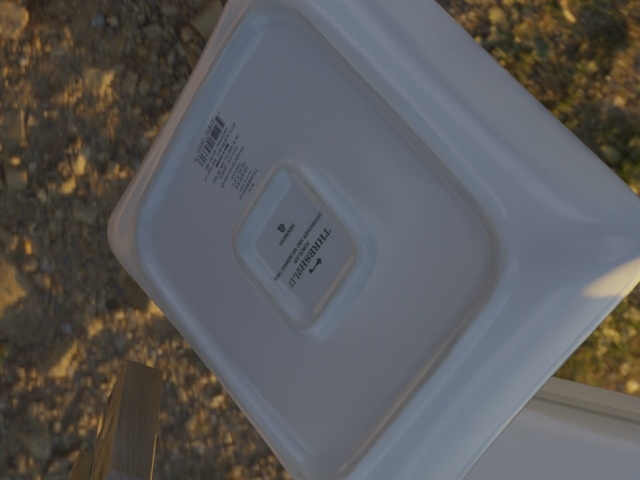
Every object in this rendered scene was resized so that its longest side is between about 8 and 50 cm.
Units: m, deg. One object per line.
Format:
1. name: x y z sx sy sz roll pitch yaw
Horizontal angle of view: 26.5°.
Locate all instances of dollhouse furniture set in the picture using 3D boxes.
1. dollhouse furniture set: -0.092 0.174 0.839 0.123 0.144 0.151 20 114 -13

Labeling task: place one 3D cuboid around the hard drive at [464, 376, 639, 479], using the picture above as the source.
1. hard drive: 0.224 0.215 0.874 0.047 0.353 0.233 -29 122 -47

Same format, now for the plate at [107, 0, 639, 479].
1. plate: 0.000 0.000 0.716 0.045 0.278 0.277 -16 147 -47
